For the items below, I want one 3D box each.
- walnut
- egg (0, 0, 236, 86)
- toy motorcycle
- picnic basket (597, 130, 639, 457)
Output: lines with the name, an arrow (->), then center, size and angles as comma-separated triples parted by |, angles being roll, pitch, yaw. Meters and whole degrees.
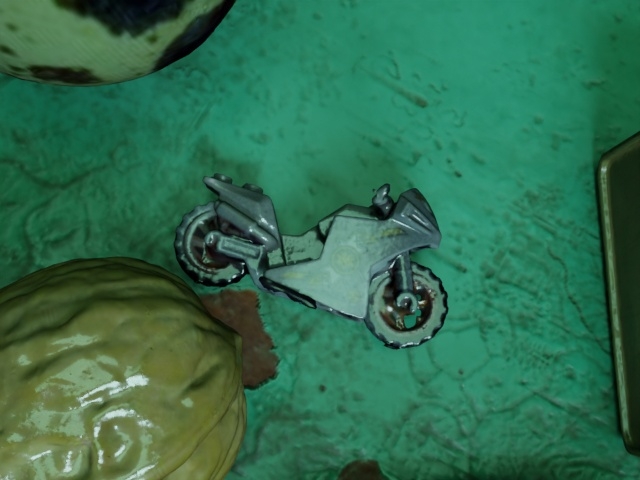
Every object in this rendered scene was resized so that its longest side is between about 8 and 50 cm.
walnut -> -0.150, 0.110, 0.555 | 0.213, 0.213, 0.213 | 0, 82, -3
egg -> -0.204, -0.275, 0.551 | 0.379, 0.287, 0.287 | 42, 82, 8
toy motorcycle -> 0.000, 0.000, 0.630 | 0.215, 0.080, 0.122 | 18, 82, 4
picnic basket -> 0.302, 0.035, 0.597 | 0.139, 0.165, 0.266 | -3, 81, -3
